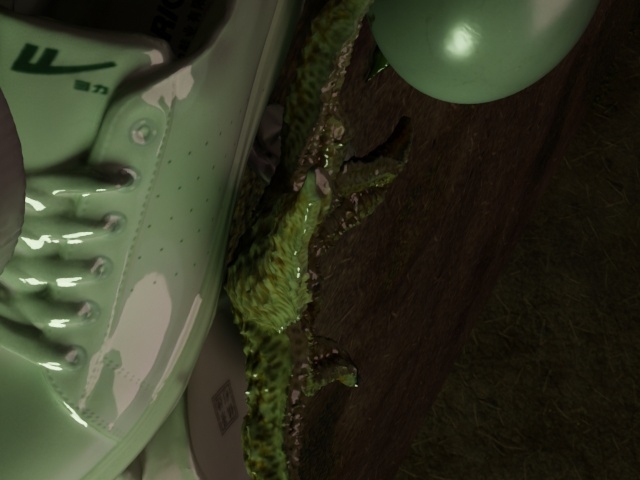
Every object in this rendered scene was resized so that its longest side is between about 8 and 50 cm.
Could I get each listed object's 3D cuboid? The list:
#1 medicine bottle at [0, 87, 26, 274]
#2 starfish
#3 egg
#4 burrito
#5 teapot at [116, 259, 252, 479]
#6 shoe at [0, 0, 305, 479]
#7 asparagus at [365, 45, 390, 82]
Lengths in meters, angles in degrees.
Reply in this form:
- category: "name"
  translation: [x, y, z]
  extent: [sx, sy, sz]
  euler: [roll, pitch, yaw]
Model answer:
- category: "medicine bottle"
  translation: [-0.196, 0.017, 0.349]
  extent: [0.252, 0.144, 0.144]
  euler: [-43, 154, -58]
- category: "starfish"
  translation: [-0.002, -0.002, 0.748]
  extent: [0.347, 0.078, 0.358]
  euler: [-54, 154, -65]
- category: "egg"
  translation: [0.129, -0.231, 1.032]
  extent: [0.183, 0.183, 0.264]
  euler: [3, 105, -75]
- category: "burrito"
  translation: [-0.014, -0.065, 1.049]
  extent: [0.064, 0.064, 0.203]
  euler: [-65, 165, 3]
- category: "teapot"
  translation: [-0.113, 0.099, 0.828]
  extent: [0.298, 0.139, 0.204]
  euler: [-29, 116, -63]
- category: "shoe"
  translation: [-0.109, -0.029, 0.626]
  extent: [0.160, 0.131, 0.363]
  euler: [48, 64, -76]
- category: "asparagus"
  translation: [0.087, -0.239, 1.185]
  extent: [0.034, 0.027, 0.236]
  euler: [-61, 171, -65]
